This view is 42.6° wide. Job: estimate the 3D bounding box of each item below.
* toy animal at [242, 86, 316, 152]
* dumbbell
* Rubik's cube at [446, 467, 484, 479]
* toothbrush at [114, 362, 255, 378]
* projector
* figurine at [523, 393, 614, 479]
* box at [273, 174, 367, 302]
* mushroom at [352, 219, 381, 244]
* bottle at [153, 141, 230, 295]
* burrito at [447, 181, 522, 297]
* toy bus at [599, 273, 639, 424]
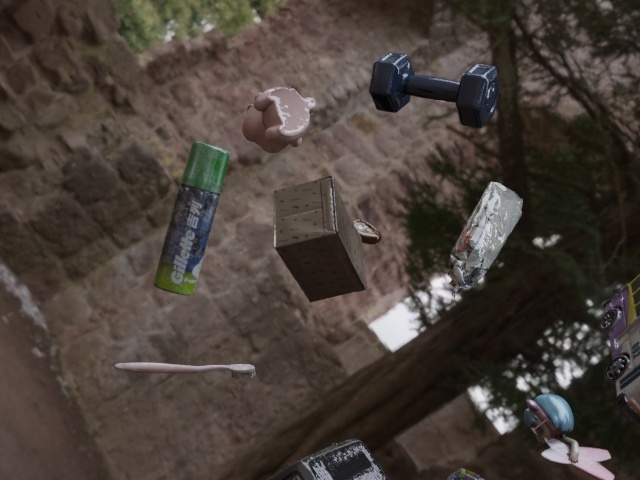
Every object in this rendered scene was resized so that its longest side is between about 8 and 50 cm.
[{"bbox_3d":[-0.096,-0.213,1.552,0.124,0.124,0.212,58,-24,-6],"label":"toy animal"},{"bbox_3d":[0.285,-0.382,2.070,0.316,0.143,0.156,15,-23,28],"label":"dumbbell"},{"bbox_3d":[0.356,0.618,2.024,0.093,0.111,0.111,49,-12,9],"label":"Rubik's cube"},{"bbox_3d":[-0.290,0.277,1.752,0.025,0.307,0.029,-80,170,-61],"label":"toothbrush"},{"bbox_3d":[-0.058,0.681,1.976,0.242,0.405,0.395,55,17,19],"label":"projector"},{"bbox_3d":[0.536,0.436,1.738,0.260,0.103,0.205,53,11,21],"label":"figurine"},{"bbox_3d":[0.000,0.000,2.372,0.297,0.191,0.225,63,19,-48],"label":"box"},{"bbox_3d":[0.141,-0.024,2.687,0.123,0.123,0.052,45,-58,46],"label":"mushroom"},{"bbox_3d":[-0.282,-0.049,1.800,0.093,0.329,0.093,15,3,-1],"label":"bottle"},{"bbox_3d":[0.423,-0.008,2.136,0.101,0.445,0.139,2,-55,33],"label":"burrito"},{"bbox_3d":[0.872,0.274,2.062,0.209,0.249,0.440,34,33,-6],"label":"toy bus"}]
